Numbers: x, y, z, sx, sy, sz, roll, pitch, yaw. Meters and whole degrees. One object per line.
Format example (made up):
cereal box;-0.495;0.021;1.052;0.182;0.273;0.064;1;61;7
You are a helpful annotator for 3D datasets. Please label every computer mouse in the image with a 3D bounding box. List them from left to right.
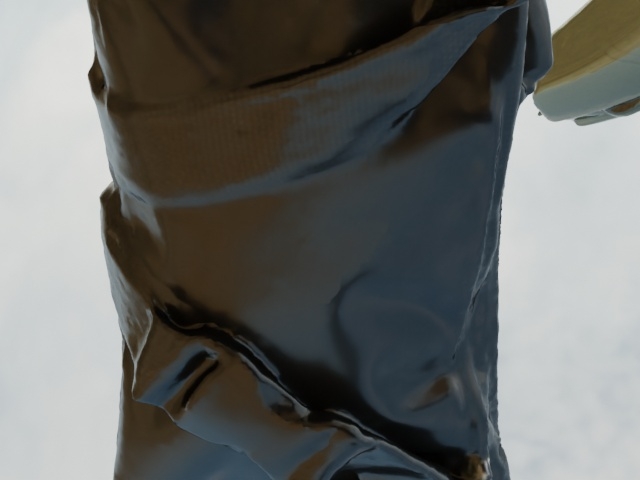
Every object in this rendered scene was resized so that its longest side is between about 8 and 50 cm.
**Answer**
computer mouse;0.166;-0.100;0.886;0.182;0.089;0.056;-42;-125;35

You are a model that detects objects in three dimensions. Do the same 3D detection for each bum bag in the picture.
bum bag;0.000;0.000;0.498;0.060;0.123;0.248;-101;-172;-60
